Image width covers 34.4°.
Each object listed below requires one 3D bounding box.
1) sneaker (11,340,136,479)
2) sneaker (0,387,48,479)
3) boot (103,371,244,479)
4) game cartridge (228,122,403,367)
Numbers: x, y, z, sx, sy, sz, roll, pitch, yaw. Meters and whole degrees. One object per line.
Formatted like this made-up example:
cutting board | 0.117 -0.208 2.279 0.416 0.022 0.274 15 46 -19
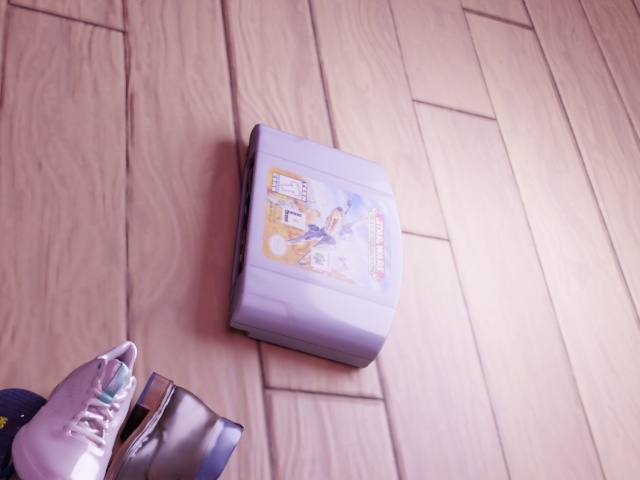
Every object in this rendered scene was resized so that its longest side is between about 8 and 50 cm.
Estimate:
sneaker | -0.197 0.146 0.883 0.080 0.094 0.212 40 12 -16
sneaker | -0.284 0.180 0.903 0.053 0.059 0.144 22 26 4
boot | -0.142 0.220 0.927 0.106 0.082 0.219 25 44 -6
game cartridge | 0.000 0.000 1.213 0.198 0.062 0.297 14 48 -14
